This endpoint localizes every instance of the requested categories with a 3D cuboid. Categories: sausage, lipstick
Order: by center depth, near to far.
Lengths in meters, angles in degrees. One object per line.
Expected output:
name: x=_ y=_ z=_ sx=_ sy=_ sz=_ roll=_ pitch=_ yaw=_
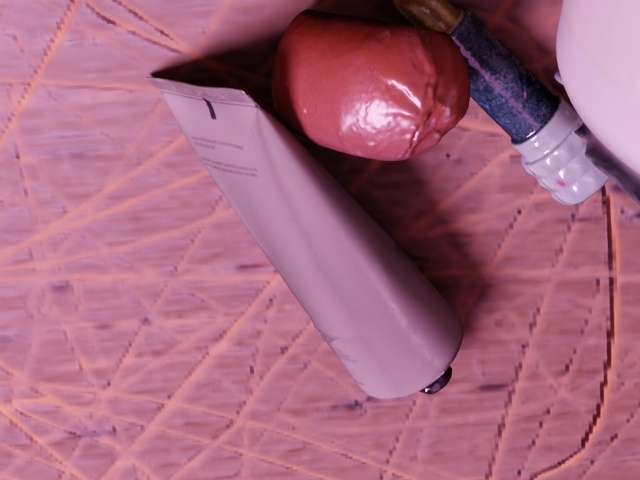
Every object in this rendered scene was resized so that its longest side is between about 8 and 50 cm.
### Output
sausage: x=0.019 y=-0.062 z=0.765 sx=0.059 sy=0.094 sz=0.054 roll=5 pitch=98 yaw=-40
lipstick: x=0.076 y=-0.065 z=0.791 sx=0.037 sy=0.037 sz=0.116 roll=-38 pitch=109 yaw=23

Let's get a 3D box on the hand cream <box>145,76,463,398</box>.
hand cream: x=0.000 y=0.000 z=0.816 sx=0.054 sy=0.087 sz=0.186 roll=-47 pitch=119 yaw=-16

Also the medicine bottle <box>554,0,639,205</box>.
medicine bottle: x=0.208 y=-0.191 z=0.599 sx=0.214 sy=0.213 sz=0.378 roll=7 pitch=123 yaw=-2
